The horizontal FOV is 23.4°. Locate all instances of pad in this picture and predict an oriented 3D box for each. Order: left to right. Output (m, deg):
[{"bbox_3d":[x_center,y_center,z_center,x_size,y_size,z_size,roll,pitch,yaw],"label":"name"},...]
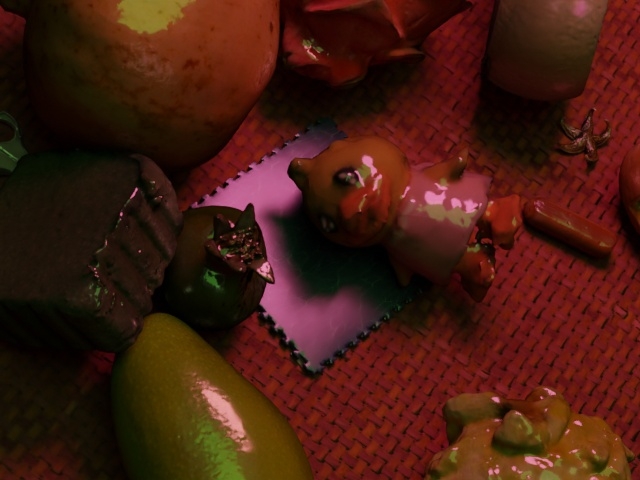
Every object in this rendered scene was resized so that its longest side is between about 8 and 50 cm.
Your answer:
[{"bbox_3d":[0.000,0.000,1.943,0.270,0.012,0.269,-38,82,-29],"label":"pad"}]

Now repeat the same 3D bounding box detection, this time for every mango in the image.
[{"bbox_3d":[-0.125,0.230,1.708,0.192,0.156,0.343,-17,70,-28],"label":"mango"}]

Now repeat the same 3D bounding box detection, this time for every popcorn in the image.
[{"bbox_3d":[0.244,0.289,1.790,0.256,0.195,0.254,-17,66,-5],"label":"popcorn"}]

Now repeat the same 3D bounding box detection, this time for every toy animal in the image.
[{"bbox_3d":[0.095,-0.046,1.903,0.281,0.195,0.169,16,22,-16],"label":"toy animal"}]

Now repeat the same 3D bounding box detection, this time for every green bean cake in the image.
[{"bbox_3d":[-0.274,0.006,1.731,0.223,0.125,0.227,1,60,29],"label":"green bean cake"}]

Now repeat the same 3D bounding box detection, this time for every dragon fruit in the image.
[{"bbox_3d":[0.023,-0.335,1.979,0.305,0.226,0.305,42,18,-18],"label":"dragon fruit"}]

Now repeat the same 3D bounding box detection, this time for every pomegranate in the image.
[{"bbox_3d":[-0.221,-0.243,1.815,0.343,0.342,0.342,8,64,-16],"label":"pomegranate"},{"bbox_3d":[-0.114,0.022,1.788,0.131,0.191,0.152,0,69,-22],"label":"pomegranate"}]

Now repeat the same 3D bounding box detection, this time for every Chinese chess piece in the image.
[{"bbox_3d":[0.305,-0.358,2.024,0.147,0.349,0.349,11,62,4],"label":"Chinese chess piece"}]

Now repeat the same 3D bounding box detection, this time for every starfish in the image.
[{"bbox_3d":[0.362,-0.141,2.124,0.091,0.028,0.078,-21,68,-23],"label":"starfish"}]

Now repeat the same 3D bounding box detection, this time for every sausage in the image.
[{"bbox_3d":[0.328,-0.018,2.048,0.131,0.039,0.041,26,68,-5],"label":"sausage"}]

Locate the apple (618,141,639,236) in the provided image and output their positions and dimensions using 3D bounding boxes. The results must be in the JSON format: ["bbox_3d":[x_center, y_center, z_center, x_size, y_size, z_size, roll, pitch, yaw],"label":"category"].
[{"bbox_3d":[0.488,-0.062,2.050,0.199,0.199,0.199,8,64,-16],"label":"apple"}]

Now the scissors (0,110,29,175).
[{"bbox_3d":[-0.348,-0.082,1.860,0.189,0.015,0.100,33,57,-3],"label":"scissors"}]
